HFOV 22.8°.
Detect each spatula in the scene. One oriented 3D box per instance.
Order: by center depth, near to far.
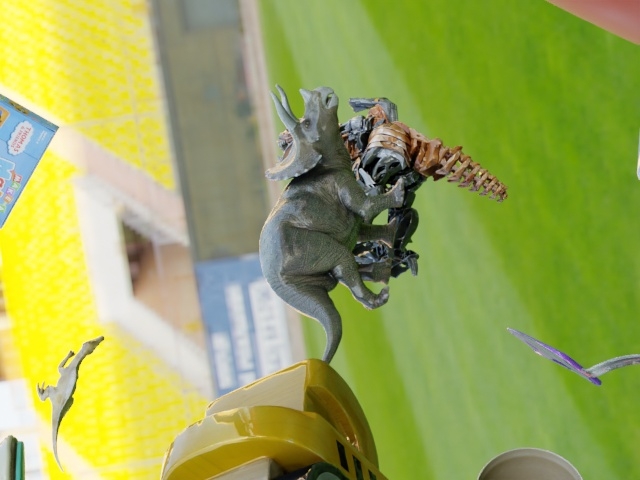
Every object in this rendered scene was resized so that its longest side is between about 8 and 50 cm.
[{"bbox_3d":[0.296,0.116,1.464,0.084,0.296,0.030,35,-112,-40],"label":"spatula"}]

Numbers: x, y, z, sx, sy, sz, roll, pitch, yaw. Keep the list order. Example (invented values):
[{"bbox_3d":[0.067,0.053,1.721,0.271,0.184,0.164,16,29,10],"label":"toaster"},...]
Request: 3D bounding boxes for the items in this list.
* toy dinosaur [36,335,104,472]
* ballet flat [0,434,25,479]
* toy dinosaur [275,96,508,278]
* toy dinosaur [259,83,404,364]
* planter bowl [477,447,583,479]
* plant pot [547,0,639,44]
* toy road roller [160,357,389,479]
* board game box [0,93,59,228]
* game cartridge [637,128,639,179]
[{"bbox_3d":[-0.336,0.204,2.060,0.093,0.053,0.183,-11,60,66],"label":"toy dinosaur"},{"bbox_3d":[-0.296,0.293,1.405,0.086,0.086,0.248,-113,21,-75],"label":"ballet flat"},{"bbox_3d":[0.072,-0.078,1.979,0.322,0.164,0.218,1,71,54],"label":"toy dinosaur"},{"bbox_3d":[0.000,0.000,1.675,0.121,0.160,0.313,98,-178,-69],"label":"toy dinosaur"},{"bbox_3d":[0.310,0.403,2.351,0.109,0.162,0.162,86,174,-47],"label":"planter bowl"},{"bbox_3d":[0.323,-0.340,1.659,0.243,0.275,0.275,31,-143,-44],"label":"plant pot"},{"bbox_3d":[-0.003,0.261,1.426,0.329,0.203,0.240,46,-149,-34],"label":"toy road roller"},{"bbox_3d":[-0.481,-0.135,2.125,0.160,0.212,0.039,-58,8,13],"label":"board game box"},{"bbox_3d":[0.466,-0.217,1.956,0.198,0.062,0.297,-64,-5,-54],"label":"game cartridge"}]
